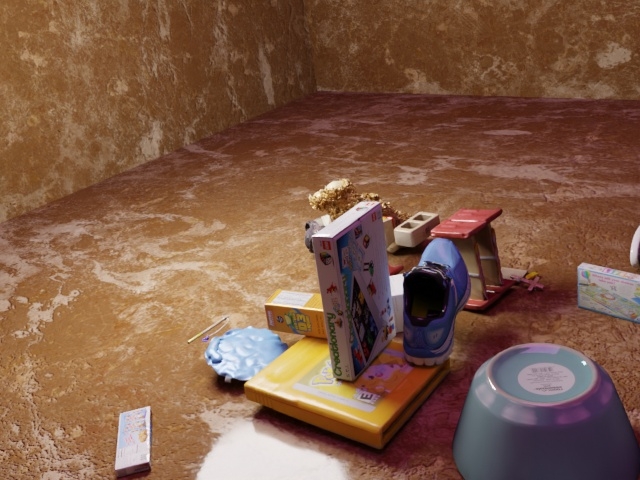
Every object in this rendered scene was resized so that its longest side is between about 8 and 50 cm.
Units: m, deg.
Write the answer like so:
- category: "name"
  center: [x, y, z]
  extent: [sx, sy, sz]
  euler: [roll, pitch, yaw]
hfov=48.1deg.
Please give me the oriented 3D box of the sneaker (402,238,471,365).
- category: "sneaker"
  center: [0.243, 0.098, 1.497]
  extent: [0.129, 0.147, 0.330]
  euler: [2, 39, 16]

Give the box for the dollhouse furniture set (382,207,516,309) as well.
- category: "dollhouse furniture set"
  center: [0.272, 0.031, 1.786]
  extent: [0.374, 0.201, 0.152]
  euler: [6, 28, 44]

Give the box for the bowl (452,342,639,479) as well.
- category: "bowl"
  center: [0.371, 0.286, 1.205]
  extent: [0.311, 0.163, 0.311]
  euler: [-8, 23, 4]

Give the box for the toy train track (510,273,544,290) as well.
- category: "toy train track"
  center: [0.499, 0.102, 1.735]
  extent: [0.083, 0.014, 0.048]
  euler: [22, 54, 33]

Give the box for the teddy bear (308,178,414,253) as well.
- category: "teddy bear"
  center: [0.124, -0.059, 1.988]
  extent: [0.245, 0.338, 0.113]
  euler: [-14, 52, 47]

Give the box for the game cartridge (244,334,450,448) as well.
- category: "game cartridge"
  center: [0.056, 0.276, 1.454]
  extent: [0.323, 0.053, 0.285]
  euler: [12, 29, 33]

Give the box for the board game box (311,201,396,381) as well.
- category: "board game box"
  center: [0.073, 0.098, 1.424]
  extent: [0.053, 0.305, 0.193]
  euler: [6, 25, 32]

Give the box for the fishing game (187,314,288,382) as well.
- category: "fishing game"
  center: [-0.162, 0.257, 1.595]
  extent: [0.264, 0.041, 0.189]
  euler: [20, 33, 24]

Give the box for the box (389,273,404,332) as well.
- category: "box"
  center: [0.170, 0.147, 1.663]
  extent: [0.087, 0.102, 0.101]
  euler: [-11, 23, 1]

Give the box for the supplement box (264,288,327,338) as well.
- category: "supplement box"
  center: [-0.005, 0.166, 1.584]
  extent: [0.233, 0.078, 0.080]
  euler: [5, 28, 28]

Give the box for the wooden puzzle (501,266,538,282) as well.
- category: "wooden puzzle"
  center: [0.476, 0.088, 1.795]
  extent: [0.116, 0.014, 0.078]
  euler: [13, 28, 40]

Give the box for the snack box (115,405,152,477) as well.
- category: "snack box"
  center: [-0.364, 0.391, 1.408]
  extent: [0.064, 0.022, 0.178]
  euler: [-13, 24, -7]

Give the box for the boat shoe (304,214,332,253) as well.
- category: "boat shoe"
  center: [0.000, 0.000, 2.066]
  extent: [0.092, 0.103, 0.285]
  euler: [-14, 20, 1]

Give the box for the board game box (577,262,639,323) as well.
- category: "board game box"
  center: [0.638, 0.115, 1.562]
  extent: [0.154, 0.103, 0.026]
  euler: [16, 34, 43]

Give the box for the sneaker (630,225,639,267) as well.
- category: "sneaker"
  center: [0.871, -0.001, 1.730]
  extent: [0.295, 0.105, 0.147]
  euler: [-22, 21, -36]
